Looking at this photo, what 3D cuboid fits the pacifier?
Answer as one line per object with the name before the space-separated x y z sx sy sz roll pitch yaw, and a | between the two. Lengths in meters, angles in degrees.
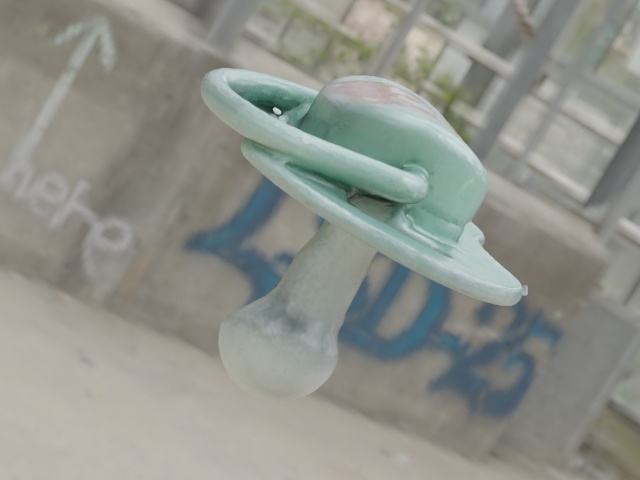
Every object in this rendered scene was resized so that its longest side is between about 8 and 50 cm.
pacifier | 0.000 0.000 1.424 0.288 0.269 0.343 30 7 -11
